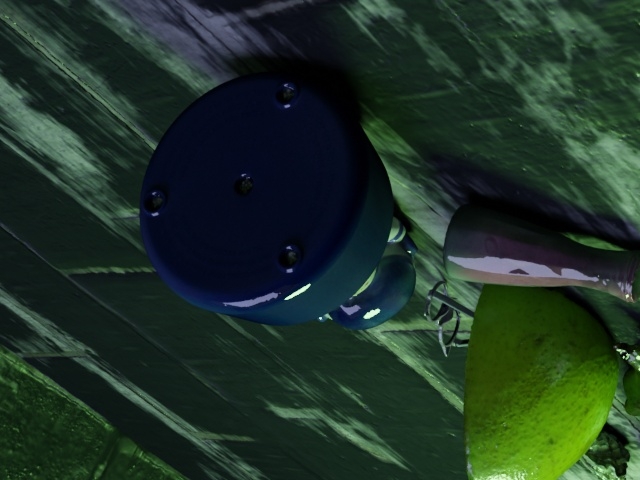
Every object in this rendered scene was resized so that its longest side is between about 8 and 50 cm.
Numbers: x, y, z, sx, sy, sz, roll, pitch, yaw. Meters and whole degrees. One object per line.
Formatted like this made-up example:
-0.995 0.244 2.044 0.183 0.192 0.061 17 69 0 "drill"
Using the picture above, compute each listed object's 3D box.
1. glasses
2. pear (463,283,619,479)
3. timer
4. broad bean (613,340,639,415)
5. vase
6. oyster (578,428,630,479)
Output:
0.198 0.108 1.862 0.104 0.062 0.140 15 155 26 "glasses"
0.262 0.207 1.769 0.139 0.239 0.288 13 154 33 "pear"
0.000 0.000 1.685 0.270 0.270 0.383 14 169 31 "timer"
0.392 0.164 1.776 0.061 0.046 0.195 5 154 19 "broad bean"
0.247 0.020 1.605 0.214 0.086 0.086 12 153 25 "vase"
0.380 0.292 2.051 0.125 0.064 0.177 34 172 27 "oyster"
